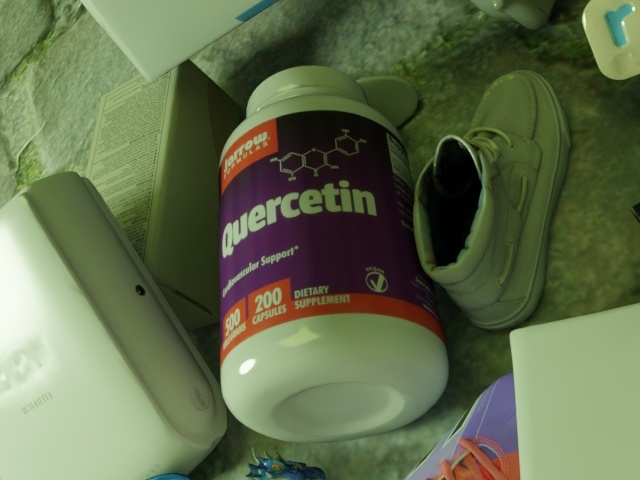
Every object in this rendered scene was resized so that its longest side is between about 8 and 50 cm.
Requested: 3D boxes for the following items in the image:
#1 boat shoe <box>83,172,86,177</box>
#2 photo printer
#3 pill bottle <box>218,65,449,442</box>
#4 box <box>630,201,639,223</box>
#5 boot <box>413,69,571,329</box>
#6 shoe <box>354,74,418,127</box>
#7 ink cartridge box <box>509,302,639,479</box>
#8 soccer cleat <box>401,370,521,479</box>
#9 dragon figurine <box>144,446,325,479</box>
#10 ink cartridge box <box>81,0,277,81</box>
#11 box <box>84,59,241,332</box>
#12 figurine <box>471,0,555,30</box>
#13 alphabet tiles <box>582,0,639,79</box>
[{"bbox_3d":[-0.283,-0.063,1.032,0.073,0.073,0.207,-5,53,38],"label":"boat shoe"},{"bbox_3d":[-0.249,0.124,0.759,0.256,0.107,0.307,-30,92,28],"label":"photo printer"},{"bbox_3d":[0.000,0.000,0.688,0.181,0.181,0.323,-25,51,24],"label":"pill bottle"},{"bbox_3d":[0.326,-0.022,0.556,0.162,0.029,0.116,-33,47,16],"label":"box"},{"bbox_3d":[0.145,-0.063,0.655,0.095,0.123,0.258,-9,58,34],"label":"boot"},{"bbox_3d":[0.017,-0.147,0.850,0.178,0.063,0.081,-16,28,10],"label":"shoe"},{"bbox_3d":[0.209,0.240,0.309,0.160,0.279,0.385,-16,54,32],"label":"ink cartridge box"},{"bbox_3d":[0.073,0.217,0.541,0.318,0.116,0.108,-53,45,-1],"label":"soccer cleat"},{"bbox_3d":[-0.122,0.261,0.689,0.289,0.085,0.144,-15,55,30],"label":"dragon figurine"},{"bbox_3d":[-0.112,-0.398,0.948,0.285,0.166,0.395,-27,29,19],"label":"ink cartridge box"},{"bbox_3d":[-0.191,-0.048,0.910,0.148,0.121,0.311,-18,54,28],"label":"box"},{"bbox_3d":[0.120,-0.310,0.769,0.092,0.209,0.215,115,154,-50],"label":"figurine"},{"bbox_3d":[0.322,-0.226,0.549,0.284,0.278,0.021,-18,18,30],"label":"alphabet tiles"}]
